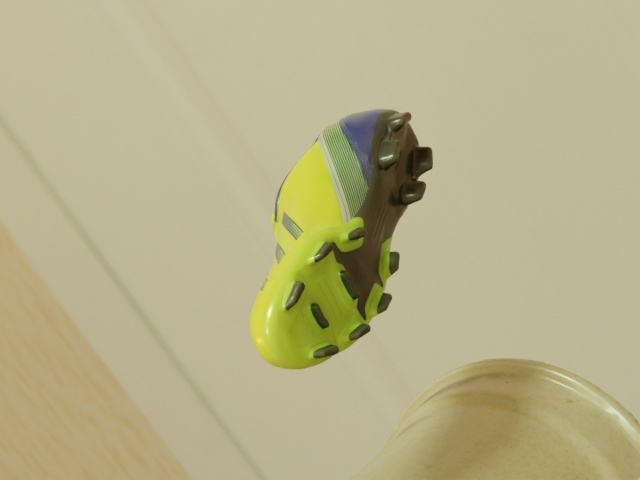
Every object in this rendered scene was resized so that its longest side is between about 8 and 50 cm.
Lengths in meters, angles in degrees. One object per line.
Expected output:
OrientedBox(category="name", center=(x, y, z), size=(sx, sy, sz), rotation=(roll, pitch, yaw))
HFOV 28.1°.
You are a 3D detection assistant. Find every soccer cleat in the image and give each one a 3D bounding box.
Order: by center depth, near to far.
OrientedBox(category="soccer cleat", center=(0.001, 0.001, 1.030), size=(0.121, 0.093, 0.289), rotation=(-12, 35, 34))

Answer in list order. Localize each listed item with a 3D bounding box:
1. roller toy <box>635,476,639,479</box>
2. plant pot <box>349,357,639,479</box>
OrientedBox(category="roller toy", center=(0.244, 0.205, 0.676), size=(0.209, 0.191, 0.146), rotation=(-20, 42, 6))
OrientedBox(category="plant pot", center=(0.116, 0.303, 1.128), size=(0.334, 0.334, 0.305), rotation=(-23, -4, 37))
